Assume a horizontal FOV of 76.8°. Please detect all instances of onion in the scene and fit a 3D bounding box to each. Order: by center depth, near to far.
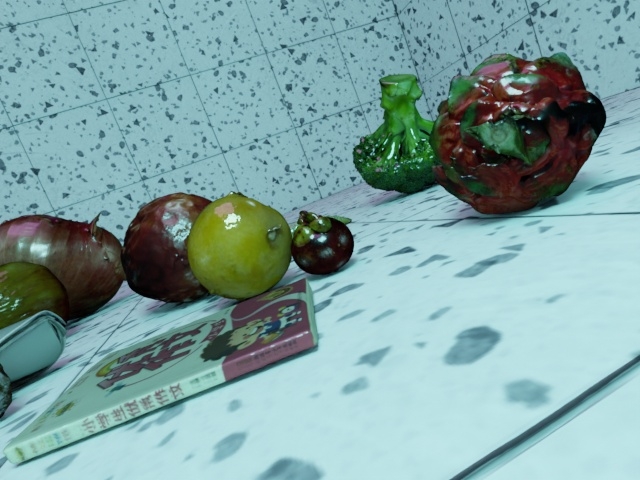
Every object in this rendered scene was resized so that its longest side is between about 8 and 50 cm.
[{"bbox_3d":[-0.693,0.070,1.053,0.354,0.353,0.353,-21,8,3],"label":"onion"}]

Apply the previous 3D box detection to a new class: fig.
[{"bbox_3d":[-0.632,0.141,0.738,0.191,0.190,0.290,-16,-3,36],"label":"fig"}]

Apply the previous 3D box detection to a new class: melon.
[{"bbox_3d":[-0.022,-0.022,0.903,0.182,0.054,0.098,-19,-7,12],"label":"melon"}]

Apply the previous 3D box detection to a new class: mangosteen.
[{"bbox_3d":[0.002,0.003,0.499,0.081,0.080,0.081,-21,8,3],"label":"mangosteen"}]

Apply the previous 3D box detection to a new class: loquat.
[{"bbox_3d":[-0.104,0.010,0.523,0.141,0.141,0.141,-21,8,3],"label":"loquat"}]

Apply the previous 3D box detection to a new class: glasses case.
[{"bbox_3d":[-0.487,0.184,0.553,0.308,0.083,0.128,-18,14,24],"label":"glasses case"}]

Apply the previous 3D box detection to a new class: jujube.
[{"bbox_3d":[-0.250,0.016,0.689,0.243,0.183,0.183,-14,11,46],"label":"jujube"}]

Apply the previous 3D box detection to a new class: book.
[{"bbox_3d":[-0.115,0.099,0.358,0.232,0.022,0.162,-20,7,0],"label":"book"}]

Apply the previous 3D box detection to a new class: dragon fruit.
[{"bbox_3d":[0.211,-0.119,0.456,0.183,0.182,0.188,-17,49,28],"label":"dragon fruit"}]

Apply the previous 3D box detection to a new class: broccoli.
[{"bbox_3d":[0.217,-0.259,0.998,0.298,0.297,0.297,-7,36,5],"label":"broccoli"}]

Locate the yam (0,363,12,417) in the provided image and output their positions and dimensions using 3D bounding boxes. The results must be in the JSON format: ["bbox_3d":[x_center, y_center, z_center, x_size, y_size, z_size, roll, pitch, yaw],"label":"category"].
[{"bbox_3d":[-0.373,0.157,0.369,0.079,0.079,0.141,-17,-3,28],"label":"yam"}]
